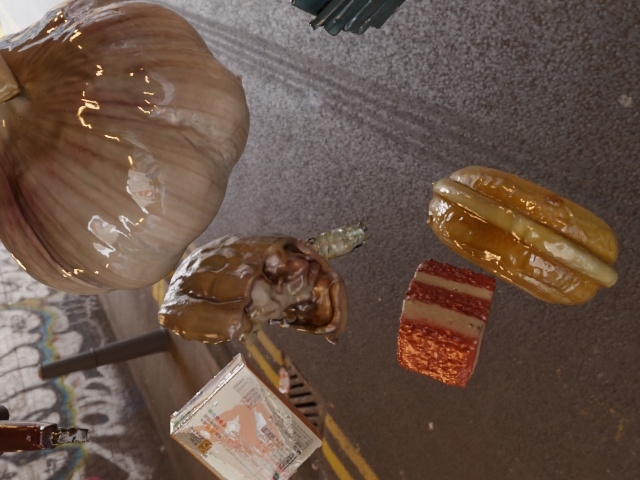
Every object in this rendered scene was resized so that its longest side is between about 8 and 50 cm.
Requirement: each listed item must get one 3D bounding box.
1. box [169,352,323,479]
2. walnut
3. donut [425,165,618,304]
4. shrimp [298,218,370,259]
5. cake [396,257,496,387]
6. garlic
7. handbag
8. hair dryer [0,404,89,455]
[{"bbox_3d":[-0.160,0.421,1.194,0.274,0.220,0.091,51,173,-14],"label":"box"},{"bbox_3d":[-0.091,0.057,0.710,0.204,0.238,0.142,7,90,49],"label":"walnut"},{"bbox_3d":[0.419,-0.016,1.162,0.449,0.448,0.198,39,102,48],"label":"donut"},{"bbox_3d":[-0.017,0.011,1.272,0.185,0.287,0.068,-25,77,29],"label":"shrimp"},{"bbox_3d":[0.398,0.271,1.764,0.269,0.320,0.270,15,130,19],"label":"cake"},{"bbox_3d":[-0.225,-0.097,0.563,0.321,0.241,0.322,5,107,16],"label":"garlic"},{"bbox_3d":[0.068,-0.323,0.651,0.179,0.229,0.062,-39,90,33],"label":"handbag"},{"bbox_3d":[-0.535,0.327,0.924,0.312,0.340,0.123,64,-156,-79],"label":"hair dryer"}]
